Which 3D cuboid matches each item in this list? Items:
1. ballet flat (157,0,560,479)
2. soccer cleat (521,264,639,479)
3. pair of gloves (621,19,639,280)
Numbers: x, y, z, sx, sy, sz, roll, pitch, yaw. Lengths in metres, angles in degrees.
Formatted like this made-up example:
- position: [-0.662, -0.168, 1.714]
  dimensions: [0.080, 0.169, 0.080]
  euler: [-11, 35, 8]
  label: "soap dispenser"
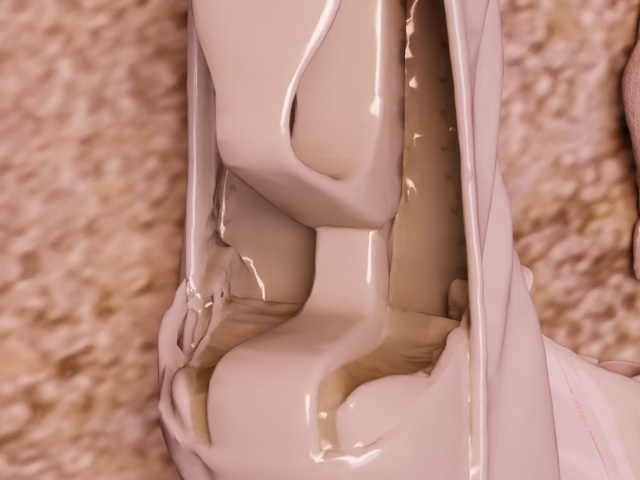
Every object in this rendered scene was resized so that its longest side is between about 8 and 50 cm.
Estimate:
- position: [0.000, 0.000, 0.446]
  dimensions: [0.139, 0.139, 0.400]
  euler: [-3, 95, -20]
  label: "ballet flat"
- position: [0.119, 0.091, 0.548]
  dimensions: [0.196, 0.068, 0.076]
  euler: [42, 79, -17]
  label: "soccer cleat"
- position: [0.232, -0.071, 0.581]
  dimensions: [0.240, 0.042, 0.204]
  euler: [4, 96, -20]
  label: "pair of gloves"
